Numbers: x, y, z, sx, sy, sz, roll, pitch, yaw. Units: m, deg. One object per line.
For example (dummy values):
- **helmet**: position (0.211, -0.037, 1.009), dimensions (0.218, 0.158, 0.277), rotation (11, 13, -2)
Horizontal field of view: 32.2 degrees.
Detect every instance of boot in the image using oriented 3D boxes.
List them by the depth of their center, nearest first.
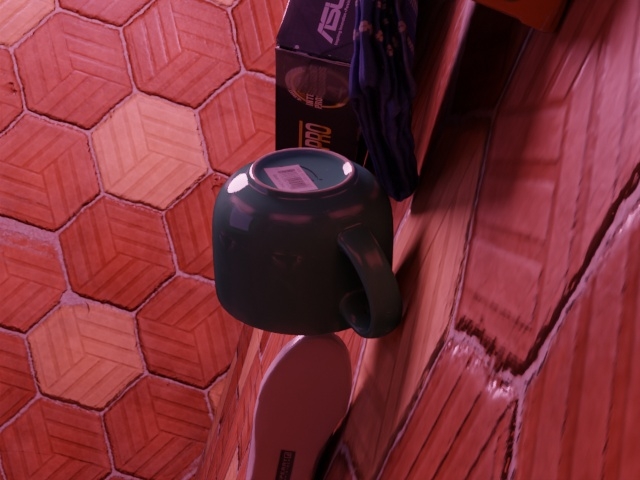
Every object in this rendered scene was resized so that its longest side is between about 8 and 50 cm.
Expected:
- **boot**: position (-0.023, 0.137, 0.866), dimensions (0.086, 0.069, 0.190), rotation (-91, 18, -65)

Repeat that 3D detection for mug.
- **mug**: position (0.000, -0.005, 0.786), dimensions (0.129, 0.157, 0.097), rotation (-48, -36, -54)

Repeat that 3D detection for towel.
- **towel**: position (0.061, -0.213, 0.772), dimensions (0.243, 0.040, 0.336), rotation (59, -145, -76)

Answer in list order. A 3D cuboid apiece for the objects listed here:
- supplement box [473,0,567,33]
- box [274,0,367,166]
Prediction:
- **supplement box**: position (0.107, -0.208, 0.640), dimensions (0.233, 0.078, 0.080), rotation (-80, 11, -53)
- **box**: position (0.043, -0.256, 1.139), dimensions (0.318, 0.097, 0.395), rotation (100, -175, -67)
